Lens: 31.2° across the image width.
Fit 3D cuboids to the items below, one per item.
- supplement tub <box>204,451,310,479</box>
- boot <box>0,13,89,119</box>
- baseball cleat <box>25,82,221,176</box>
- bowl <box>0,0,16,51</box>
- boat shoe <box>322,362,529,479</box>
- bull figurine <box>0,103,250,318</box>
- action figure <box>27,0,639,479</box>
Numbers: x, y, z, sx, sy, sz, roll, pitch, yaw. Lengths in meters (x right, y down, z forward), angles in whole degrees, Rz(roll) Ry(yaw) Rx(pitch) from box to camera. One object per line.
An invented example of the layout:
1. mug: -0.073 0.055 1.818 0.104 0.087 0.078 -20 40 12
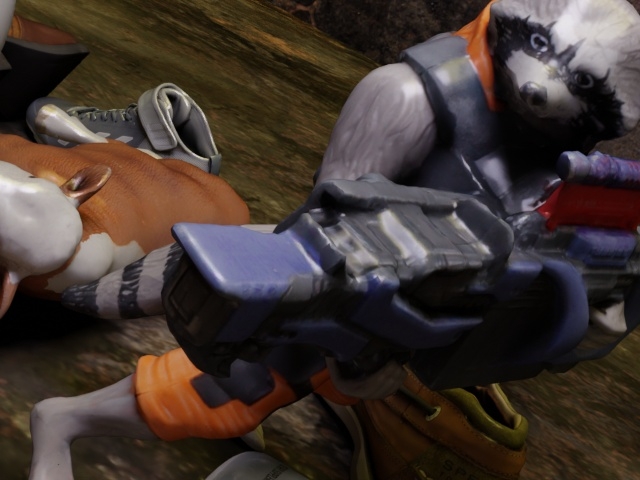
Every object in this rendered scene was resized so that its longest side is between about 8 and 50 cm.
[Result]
1. supplement tub: 0.023 0.168 0.401 0.190 0.117 0.117 29 16 10
2. boot: -0.341 -0.230 0.961 0.280 0.096 0.264 51 24 1
3. baseball cleat: -0.160 -0.095 0.957 0.206 0.109 0.072 30 30 21
4. bowl: -0.251 -0.072 0.542 0.134 0.298 0.298 55 1 -29
5. boat shoe: 0.068 0.090 0.741 0.111 0.104 0.307 21 17 -19
6. bull figurine: -0.163 -0.022 0.728 0.188 0.101 0.310 29 8 24
7. action figure: 0.000 0.000 0.493 0.341 0.330 0.178 12 44 -57
